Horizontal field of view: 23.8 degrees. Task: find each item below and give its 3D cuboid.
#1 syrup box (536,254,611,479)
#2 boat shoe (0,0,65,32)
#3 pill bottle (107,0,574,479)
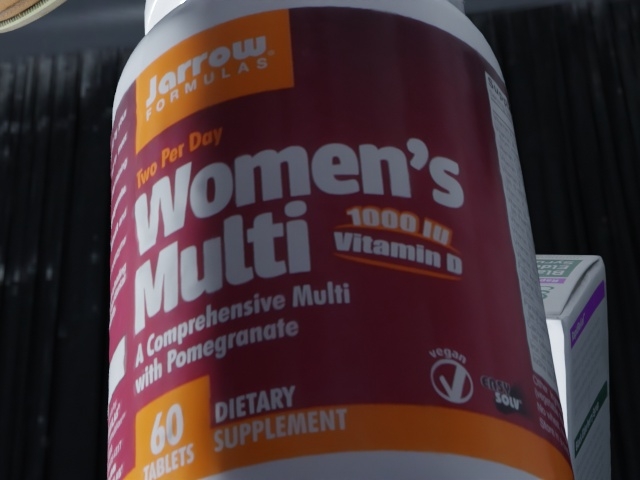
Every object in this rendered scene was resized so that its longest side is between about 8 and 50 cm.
[{"bbox_3d":[0.076,0.128,0.672,0.093,0.096,0.237,1,103,21],"label":"syrup box"},{"bbox_3d":[-0.160,-0.253,0.958,0.307,0.111,0.104,-43,164,22],"label":"boat shoe"},{"bbox_3d":[0.000,0.000,0.436,0.121,0.221,0.121,-3,147,-2],"label":"pill bottle"}]
